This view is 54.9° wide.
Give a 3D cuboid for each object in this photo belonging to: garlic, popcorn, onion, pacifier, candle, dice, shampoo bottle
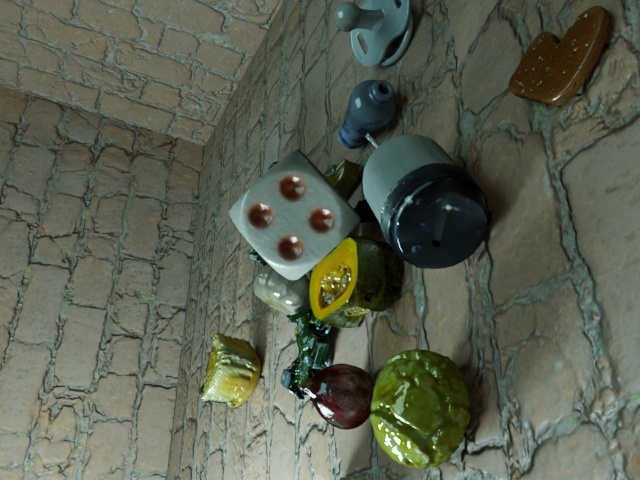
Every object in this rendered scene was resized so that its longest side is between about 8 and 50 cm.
[{"bbox_3d":[-0.089,0.123,1.948,0.212,0.218,0.218,-57,17,-20],"label":"garlic"},{"bbox_3d":[0.193,0.323,1.190,0.204,0.183,0.221,-3,73,60],"label":"popcorn"},{"bbox_3d":[0.037,0.371,1.494,0.159,0.194,0.159,-51,25,35],"label":"onion"},{"bbox_3d":[0.141,-0.636,1.804,0.287,0.225,0.238,-43,58,54],"label":"pacifier"},{"bbox_3d":[0.214,-0.102,1.340,0.342,0.221,0.221,-108,39,-57],"label":"candle"},{"bbox_3d":[-0.063,-0.065,1.616,0.251,0.259,0.243,-42,4,4],"label":"dice"},{"bbox_3d":[0.139,-0.082,1.675,0.236,0.068,0.067,171,107,-67],"label":"shampoo bottle"}]

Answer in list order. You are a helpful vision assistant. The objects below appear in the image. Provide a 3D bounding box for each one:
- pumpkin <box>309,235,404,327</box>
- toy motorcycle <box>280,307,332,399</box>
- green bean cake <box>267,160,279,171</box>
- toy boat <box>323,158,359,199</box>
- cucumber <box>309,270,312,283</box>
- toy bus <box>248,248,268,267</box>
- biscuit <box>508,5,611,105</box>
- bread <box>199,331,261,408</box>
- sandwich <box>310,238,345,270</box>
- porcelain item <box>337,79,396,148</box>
[{"bbox_3d":[0.083,0.097,1.626,0.317,0.139,0.222,134,139,-54],"label":"pumpkin"},{"bbox_3d":[-0.044,0.317,1.806,0.187,0.124,0.275,18,94,58],"label":"toy motorcycle"},{"bbox_3d":[-0.136,-0.175,2.284,0.248,0.124,0.222,20,95,67],"label":"green bean cake"},{"bbox_3d":[0.022,-0.146,1.954,0.310,0.089,0.115,-56,27,40],"label":"toy boat"},{"bbox_3d":[0.002,0.056,1.907,0.074,0.074,0.241,-49,34,47],"label":"cucumber"},{"bbox_3d":[-0.151,0.030,2.171,0.330,0.152,0.144,-149,69,-68],"label":"toy bus"},{"bbox_3d":[0.451,-0.348,1.161,0.186,0.036,0.192,-67,24,13],"label":"biscuit"},{"bbox_3d":[-0.309,0.467,2.237,0.162,0.204,0.262,-30,46,44],"label":"bread"},{"bbox_3d":[-0.009,0.002,1.797,0.109,0.184,0.160,-106,9,-55],"label":"sandwich"},{"bbox_3d":[0.131,-0.365,1.785,0.259,0.141,0.141,130,146,-60],"label":"porcelain item"}]
